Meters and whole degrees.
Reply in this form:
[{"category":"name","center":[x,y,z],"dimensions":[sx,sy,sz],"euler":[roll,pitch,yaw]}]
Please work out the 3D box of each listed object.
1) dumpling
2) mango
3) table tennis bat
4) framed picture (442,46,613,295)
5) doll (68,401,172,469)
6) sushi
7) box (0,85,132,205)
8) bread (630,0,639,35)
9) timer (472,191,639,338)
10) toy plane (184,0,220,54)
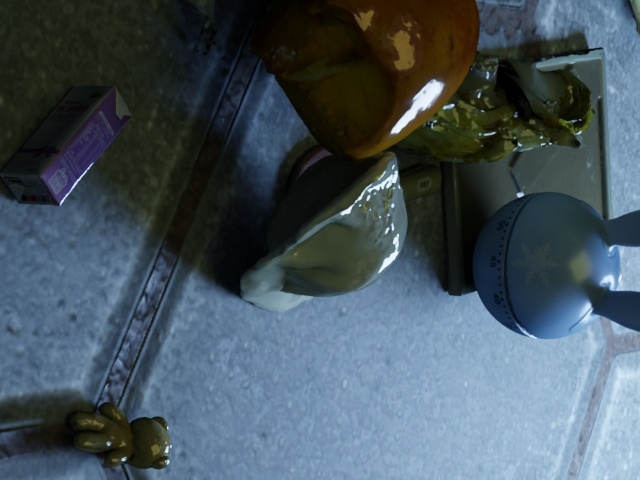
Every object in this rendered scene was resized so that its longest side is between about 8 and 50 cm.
[{"category":"dumpling","center":[0.001,-0.002,1.833],"dimensions":[0.166,0.216,0.126],"euler":[-33,100,-28]},{"category":"mango","center":[0.044,-0.182,1.829],"dimensions":[0.350,0.199,0.201],"euler":[-55,158,-71]},{"category":"table tennis bat","center":[0.043,-0.040,2.006],"dimensions":[0.246,0.022,0.138],"euler":[-18,107,-49]},{"category":"framed picture","center":[0.237,-0.084,2.254],"dimensions":[0.335,0.022,0.247],"euler":[-15,103,-51]},{"category":"doll","center":[-0.170,0.166,1.707],"dimensions":[0.093,0.051,0.061],"euler":[37,35,-51]},{"category":"sushi","center":[0.175,-0.142,2.052],"dimensions":[0.291,0.139,0.131],"euler":[4,82,-44]},{"category":"box","center":[-0.208,-0.079,1.640],"dimensions":[0.117,0.051,0.036],"euler":[-54,133,-34]},{"category":"bread","center":[0.439,-0.295,2.418],"dimensions":[0.174,0.133,0.251],"euler":[56,6,-43]},{"category":"timer","center":[0.289,0.029,2.123],"dimensions":[0.175,0.255,0.175],"euler":[3,90,-76]},{"category":"toy plane","center":[-0.050,-0.292,1.833],"dimensions":[0.273,0.107,0.182],"euler":[-51,178,-5]}]
